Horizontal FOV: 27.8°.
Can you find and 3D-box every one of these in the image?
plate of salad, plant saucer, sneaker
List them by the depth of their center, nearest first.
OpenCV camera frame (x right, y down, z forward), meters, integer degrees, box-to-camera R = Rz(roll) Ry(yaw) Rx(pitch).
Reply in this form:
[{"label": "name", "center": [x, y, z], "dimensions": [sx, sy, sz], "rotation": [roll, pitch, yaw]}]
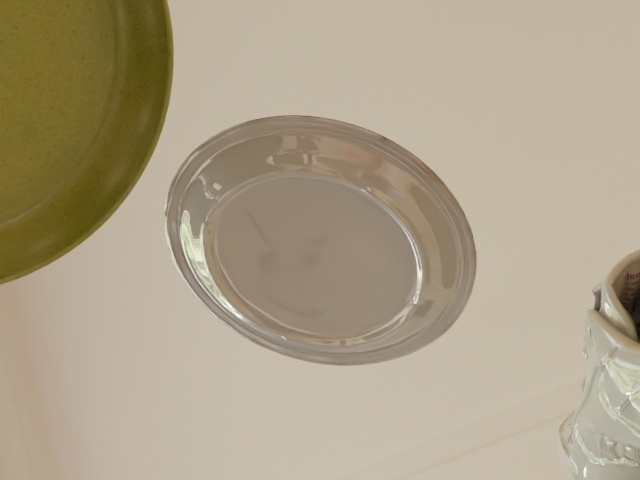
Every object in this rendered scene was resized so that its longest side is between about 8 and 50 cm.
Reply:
[{"label": "plant saucer", "center": [-0.194, -0.093, 0.646], "dimensions": [0.037, 0.241, 0.241], "rotation": [-148, -115, -66]}, {"label": "sneaker", "center": [0.197, 0.077, 0.707], "dimensions": [0.152, 0.114, 0.305], "rotation": [65, -11, 5]}, {"label": "plate of salad", "center": [0.000, 0.000, 0.816], "dimensions": [0.200, 0.200, 0.048], "rotation": [-40, -160, 38]}]
